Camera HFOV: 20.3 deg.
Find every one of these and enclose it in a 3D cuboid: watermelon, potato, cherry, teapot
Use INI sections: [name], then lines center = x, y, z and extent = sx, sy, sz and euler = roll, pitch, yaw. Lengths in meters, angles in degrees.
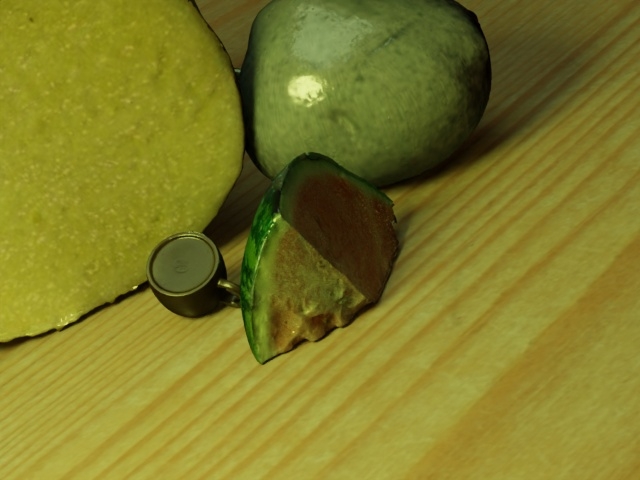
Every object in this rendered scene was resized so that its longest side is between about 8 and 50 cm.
[watermelon]
center = -0.021, -0.010, 1.659
extent = 0.128, 0.146, 0.231
euler = -10, 28, 21
[potato]
center = -0.324, -0.141, 1.840
extent = 0.442, 0.385, 0.319
euler = -36, 30, -2
[cherry]
center = 0.034, -0.165, 1.854
extent = 0.296, 0.218, 0.255
euler = -1, 23, 22
[teapot]
center = -0.119, 0.042, 1.733
extent = 0.121, 0.068, 0.076
euler = 16, 63, 22
